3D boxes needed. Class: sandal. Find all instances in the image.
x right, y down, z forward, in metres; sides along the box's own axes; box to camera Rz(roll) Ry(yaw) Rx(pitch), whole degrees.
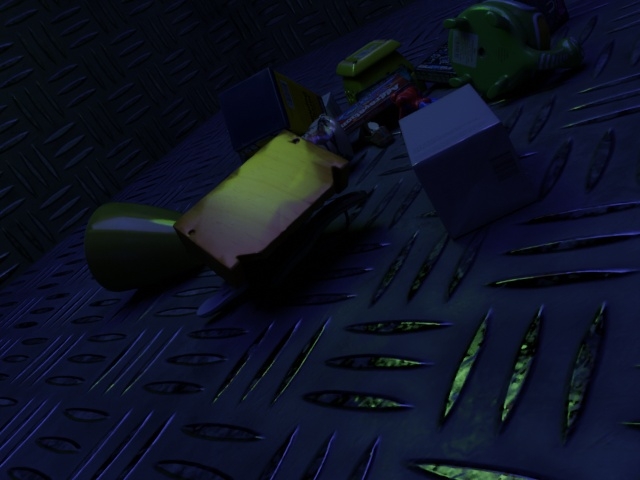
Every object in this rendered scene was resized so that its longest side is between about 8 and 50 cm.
[{"bbox_3d":[-0.001,0.001,1.380,0.303,0.086,0.120,-47,9,6],"label":"sandal"}]

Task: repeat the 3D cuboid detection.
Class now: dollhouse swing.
[{"bbox_3d":[-0.108,-0.021,1.437,0.347,0.305,0.315,-44,50,-18],"label":"dollhouse swing"}]

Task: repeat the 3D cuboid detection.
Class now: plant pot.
[{"bbox_3d":[0.193,-0.558,2.094,0.227,0.207,0.228,-34,23,-4],"label":"plant pot"},{"bbox_3d":[-0.482,0.010,1.792,0.294,0.274,0.274,-4,33,24],"label":"plant pot"}]

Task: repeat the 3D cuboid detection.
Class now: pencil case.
[{"bbox_3d":[-0.094,-0.193,1.752,0.410,0.183,0.160,-39,-7,-13],"label":"pencil case"}]

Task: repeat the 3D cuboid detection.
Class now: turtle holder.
[{"bbox_3d":[0.495,-0.517,1.581,0.228,0.243,0.320,-25,8,-28],"label":"turtle holder"}]

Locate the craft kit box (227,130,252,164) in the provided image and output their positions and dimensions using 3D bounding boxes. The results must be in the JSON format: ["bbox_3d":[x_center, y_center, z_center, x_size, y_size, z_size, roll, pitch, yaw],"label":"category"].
[{"bbox_3d":[-0.195,-0.381,2.222,0.250,0.246,0.061,-37,66,-11],"label":"craft kit box"}]

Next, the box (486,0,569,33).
[{"bbox_3d":[0.618,-0.735,1.844,0.163,0.247,0.142,-43,26,-22],"label":"box"}]

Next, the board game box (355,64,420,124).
[{"bbox_3d":[0.222,-0.464,1.971,0.186,0.126,0.026,-31,0,6],"label":"board game box"}]

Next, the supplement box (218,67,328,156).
[{"bbox_3d":[-0.125,-0.375,1.937,0.194,0.195,0.357,-22,-11,24],"label":"supplement box"}]

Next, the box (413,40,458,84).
[{"bbox_3d":[0.432,-0.566,1.943,0.175,0.051,0.220,-41,35,-16],"label":"box"}]

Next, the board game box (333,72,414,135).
[{"bbox_3d":[0.147,-0.415,1.896,0.281,0.027,0.145,-35,28,6],"label":"board game box"}]

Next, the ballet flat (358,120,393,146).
[{"bbox_3d":[0.160,-0.334,1.859,0.073,0.067,0.206,-37,23,-8],"label":"ballet flat"}]

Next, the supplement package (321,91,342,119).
[{"bbox_3d":[0.012,-0.461,2.262,0.105,0.105,0.179,-24,24,19],"label":"supplement package"}]

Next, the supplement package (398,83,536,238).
[{"bbox_3d":[0.282,-0.169,1.223,0.175,0.177,0.293,-27,24,14],"label":"supplement package"}]

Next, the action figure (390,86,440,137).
[{"bbox_3d":[0.305,-0.341,1.682,0.091,0.139,0.280,-39,45,-23],"label":"action figure"}]

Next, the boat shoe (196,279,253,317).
[{"bbox_3d":[-0.220,0.143,1.421,0.142,0.040,0.049,-33,31,1],"label":"boat shoe"}]
